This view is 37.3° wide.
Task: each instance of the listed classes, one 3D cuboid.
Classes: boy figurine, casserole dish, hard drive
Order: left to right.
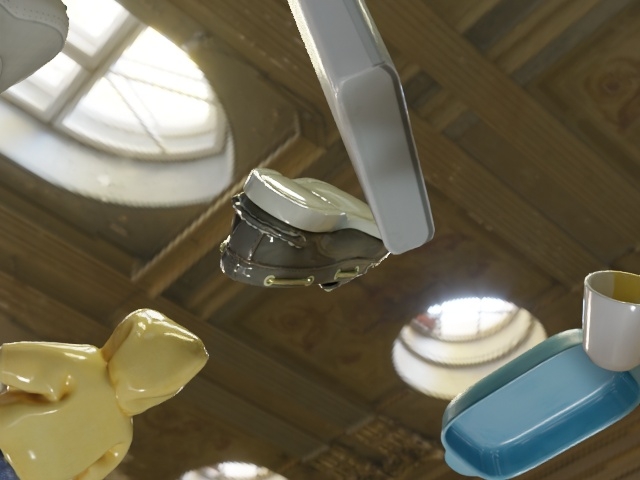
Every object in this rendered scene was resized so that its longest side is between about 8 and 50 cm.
[{"bbox_3d":[-0.235,0.147,0.816,0.285,0.177,0.092,-33,-144,-11],"label":"boy figurine"},{"bbox_3d":[0.003,-0.165,0.694,0.040,0.203,0.308,-21,-123,2],"label":"hard drive"},{"bbox_3d":[0.187,0.139,0.817,0.188,0.114,0.037,-35,-145,18],"label":"casserole dish"}]

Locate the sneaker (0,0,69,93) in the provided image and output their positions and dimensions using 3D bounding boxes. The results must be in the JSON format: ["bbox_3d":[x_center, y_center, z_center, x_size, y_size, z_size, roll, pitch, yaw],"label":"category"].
[{"bbox_3d":[-0.161,-0.030,0.302,0.087,0.092,0.228,-39,-179,43],"label":"sneaker"}]

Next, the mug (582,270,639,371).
[{"bbox_3d":[0.237,0.065,0.727,0.062,0.078,0.064,-91,-175,-69],"label":"mug"}]

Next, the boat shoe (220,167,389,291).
[{"bbox_3d":[-0.004,-0.002,0.926,0.109,0.305,0.091,33,-80,21],"label":"boat shoe"}]
